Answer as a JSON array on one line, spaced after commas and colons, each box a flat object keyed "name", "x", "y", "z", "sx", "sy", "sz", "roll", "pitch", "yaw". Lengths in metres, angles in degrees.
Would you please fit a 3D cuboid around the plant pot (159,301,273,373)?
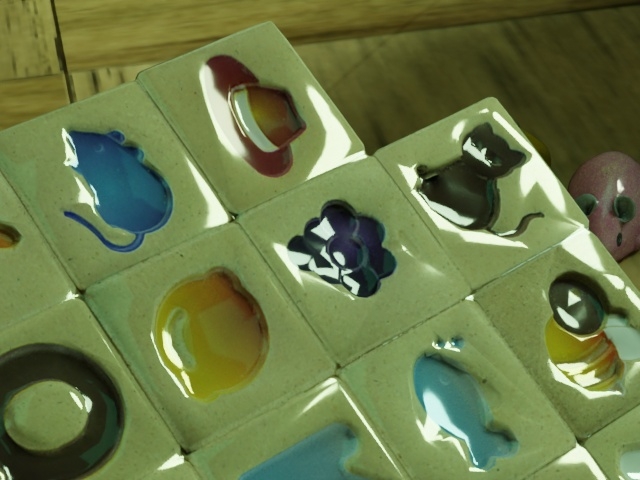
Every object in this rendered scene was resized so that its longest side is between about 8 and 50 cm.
[{"name": "plant pot", "x": -0.066, "y": 0.050, "z": 0.597, "sx": 0.237, "sy": 0.109, "sz": 0.237, "roll": -2, "pitch": 33, "yaw": 1}]

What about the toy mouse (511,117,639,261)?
[{"name": "toy mouse", "x": 0.089, "y": -0.015, "z": 0.757, "sx": 0.161, "sy": 0.031, "sz": 0.143, "roll": -5, "pitch": 33, "yaw": -5}]

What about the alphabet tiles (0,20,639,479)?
[{"name": "alphabet tiles", "x": -0.023, "y": 0.084, "z": 0.492, "sx": 0.342, "sy": 0.011, "sz": 0.285, "roll": -27, "pitch": 74, "yaw": -33}]
